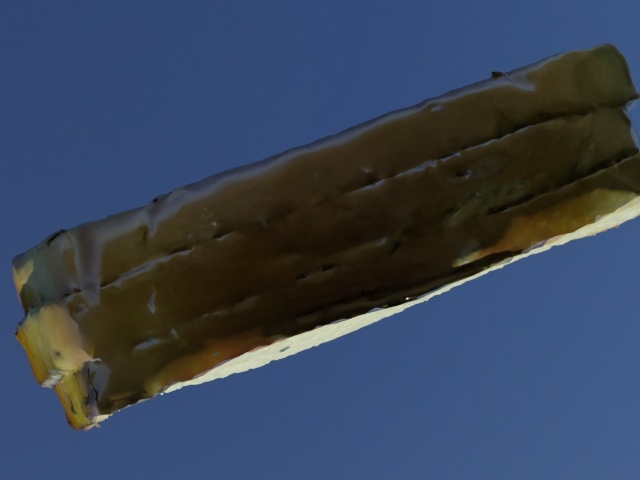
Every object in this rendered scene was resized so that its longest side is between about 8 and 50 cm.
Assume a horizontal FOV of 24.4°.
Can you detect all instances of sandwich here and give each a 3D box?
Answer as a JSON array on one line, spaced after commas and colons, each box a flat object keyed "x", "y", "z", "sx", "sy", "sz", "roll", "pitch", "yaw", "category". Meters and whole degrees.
[{"x": 0.000, "y": 0.000, "z": 0.732, "sx": 0.301, "sy": 0.271, "sz": 0.099, "roll": -20, "pitch": -95, "yaw": -7, "category": "sandwich"}]
